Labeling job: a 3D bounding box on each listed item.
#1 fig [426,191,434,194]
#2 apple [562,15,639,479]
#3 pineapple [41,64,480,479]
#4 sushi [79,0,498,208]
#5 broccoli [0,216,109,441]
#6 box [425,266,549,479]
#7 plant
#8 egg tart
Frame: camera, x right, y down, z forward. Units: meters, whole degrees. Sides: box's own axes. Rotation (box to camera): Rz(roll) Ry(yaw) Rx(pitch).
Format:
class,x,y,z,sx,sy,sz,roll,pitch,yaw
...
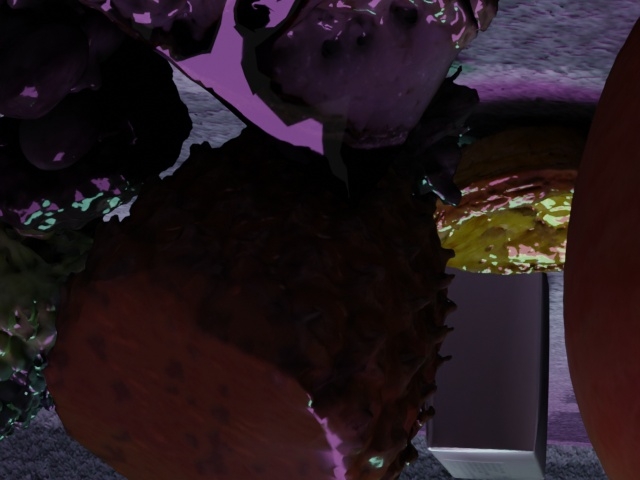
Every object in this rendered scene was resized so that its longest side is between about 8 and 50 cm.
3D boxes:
class,x,y,z,sx,sy,sz,roll,pitch,yaw
fig,0.051,-0.043,1.179,0.074,0.074,0.088,5,151,0
apple,0.288,0.007,0.638,0.391,0.392,0.346,6,145,-7
pineapple,0.000,0.000,0.901,0.202,0.362,0.202,13,129,17
sushi,-0.027,-0.143,0.723,0.273,0.134,0.109,34,137,-32
broccoli,-0.331,0.042,1.302,0.347,0.281,0.293,-31,-172,0
box,0.157,0.109,1.495,0.106,0.203,0.252,2,166,11
plant,-0.145,-0.093,0.854,0.149,0.146,0.274,-36,170,-11
egg tart,0.152,-0.031,1.144,0.191,0.074,0.191,-6,162,-2
